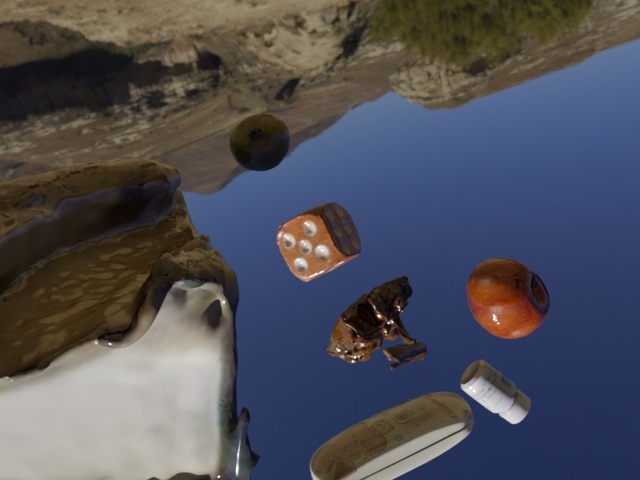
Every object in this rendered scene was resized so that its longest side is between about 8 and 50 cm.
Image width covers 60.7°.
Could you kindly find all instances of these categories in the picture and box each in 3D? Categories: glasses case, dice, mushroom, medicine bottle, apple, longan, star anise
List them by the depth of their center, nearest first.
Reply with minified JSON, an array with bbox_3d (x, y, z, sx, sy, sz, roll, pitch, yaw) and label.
[{"bbox_3d":[-0.247,0.048,0.548,0.314,0.224,0.397,-2,-155,-16],"label":"mushroom"},{"bbox_3d":[0.084,0.238,0.647,0.204,0.051,0.081,-23,-168,-11],"label":"glasses case"},{"bbox_3d":[-0.073,-0.120,0.659,0.075,0.075,0.083,-19,172,-3],"label":"longan"},{"bbox_3d":[0.244,0.211,0.761,0.052,0.089,0.052,-53,180,0],"label":"medicine bottle"},{"bbox_3d":[0.118,0.179,1.112,0.237,0.148,0.346,-43,-173,-1],"label":"star anise"},{"bbox_3d":[0.504,0.150,1.446,0.235,0.210,0.173,16,151,-34],"label":"apple"},{"bbox_3d":[0.000,0.000,1.536,0.179,0.174,0.174,-32,172,28],"label":"dice"}]
